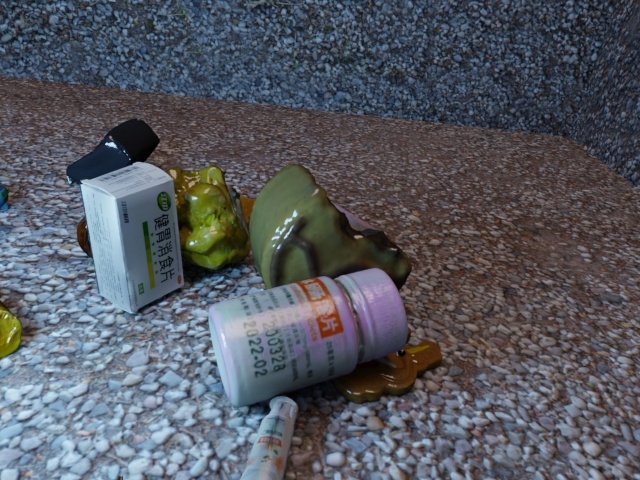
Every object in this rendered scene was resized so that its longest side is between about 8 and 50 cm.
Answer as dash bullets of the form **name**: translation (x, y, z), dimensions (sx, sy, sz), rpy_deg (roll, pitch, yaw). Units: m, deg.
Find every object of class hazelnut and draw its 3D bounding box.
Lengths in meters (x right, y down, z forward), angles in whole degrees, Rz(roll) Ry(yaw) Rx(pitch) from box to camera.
- **hazelnut**: translation (-0.575, -0.018, 1.454), dimensions (0.203, 0.178, 0.178), rpy_deg (18, 31, 19)

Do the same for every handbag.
- **handbag**: translation (-0.776, -0.307, 1.953), dimensions (0.178, 0.275, 0.302), rpy_deg (48, 21, -18)

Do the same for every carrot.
- **carrot**: translation (-0.794, 0.150, 1.167), dimensions (0.301, 0.114, 0.114), rpy_deg (26, 34, 29)

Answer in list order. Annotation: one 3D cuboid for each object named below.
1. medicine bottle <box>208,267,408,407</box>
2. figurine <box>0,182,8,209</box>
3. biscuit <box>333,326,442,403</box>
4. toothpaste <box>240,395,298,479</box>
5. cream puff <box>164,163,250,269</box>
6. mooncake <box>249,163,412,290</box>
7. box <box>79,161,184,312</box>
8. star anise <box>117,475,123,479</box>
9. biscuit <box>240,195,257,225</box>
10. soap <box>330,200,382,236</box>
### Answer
- **medicine bottle**: translation (-0.027, 0.196, 1.098), dimensions (0.388, 0.219, 0.219), rpy_deg (-12, 34, -17)
- **figurine**: translation (-1.099, -0.148, 1.645), dimensions (0.178, 0.114, 0.144), rpy_deg (-15, 34, -20)
- **biscuit**: translation (0.153, 0.283, 1.205), dimensions (0.186, 0.044, 0.295), rpy_deg (25, 33, 33)
- **toothpaste**: translation (-0.102, 0.418, 0.895), dimensions (0.100, 0.066, 0.323), rpy_deg (7, 34, 8)
- **cream puff**: translation (-0.347, -0.038, 1.466), dimensions (0.269, 0.323, 0.275), rpy_deg (-21, 63, 2)
- **mooncake**: translation (0.030, 0.015, 1.297), dimensions (0.393, 0.394, 0.246), rpy_deg (-5, 29, -17)
- **box**: translation (-0.466, -0.011, 1.292), dimensions (0.145, 0.333, 0.173), rpy_deg (19, 31, 29)
- **star anise**: translation (-0.344, 0.448, 0.792), dimensions (0.167, 0.057, 0.168), rpy_deg (2, 38, -2)
- **biscuit**: translation (-0.269, -0.094, 1.791), dimensions (0.158, 0.035, 0.240), rpy_deg (8, 29, 7)
- **soap**: translation (0.000, 0.000, 1.554), dimensions (0.257, 0.159, 0.302), rpy_deg (-14, 33, -39)
